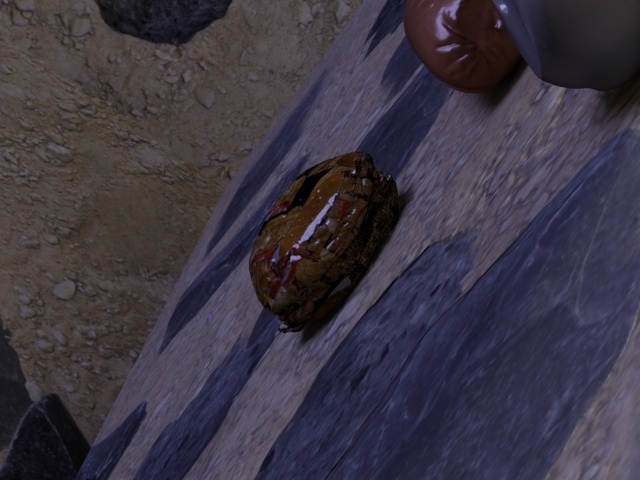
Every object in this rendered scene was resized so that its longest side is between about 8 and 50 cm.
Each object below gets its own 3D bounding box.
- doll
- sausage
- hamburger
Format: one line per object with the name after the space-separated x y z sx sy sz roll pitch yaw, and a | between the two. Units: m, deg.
0.228 -0.237 1.426 0.221 0.221 0.251 -57 -10 -9 | doll
0.158 -0.234 2.018 0.121 0.121 0.304 -55 10 8 | sausage
0.000 0.000 2.081 0.231 0.107 0.231 -47 13 14 | hamburger
